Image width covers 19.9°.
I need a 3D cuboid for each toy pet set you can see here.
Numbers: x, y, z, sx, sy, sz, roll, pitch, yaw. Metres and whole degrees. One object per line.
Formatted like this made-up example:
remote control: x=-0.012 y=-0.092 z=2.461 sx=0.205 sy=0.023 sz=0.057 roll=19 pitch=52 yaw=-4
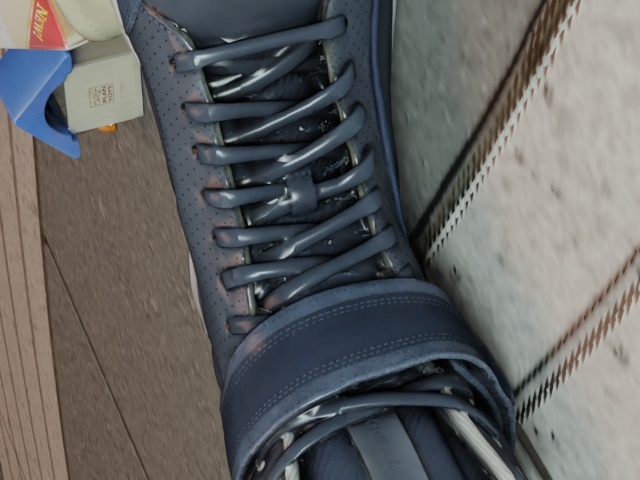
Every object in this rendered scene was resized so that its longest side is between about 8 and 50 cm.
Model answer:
toy pet set: x=-0.135 y=-0.090 z=0.897 sx=0.114 sy=0.065 sz=0.122 roll=-123 pitch=24 yaw=-44

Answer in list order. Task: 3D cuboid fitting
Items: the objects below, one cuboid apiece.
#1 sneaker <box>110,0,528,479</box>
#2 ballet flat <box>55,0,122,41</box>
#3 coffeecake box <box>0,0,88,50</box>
sneaker: x=0.002 y=0.000 z=0.500 sx=0.163 sy=0.086 sz=0.226 roll=-111 pitch=8 yaw=-46
ballet flat: x=-0.125 y=-0.172 z=0.628 sx=0.248 sy=0.086 sz=0.086 roll=53 pitch=168 yaw=-16
coffeecake box: x=-0.148 y=-0.175 z=0.749 sx=0.142 sy=0.068 sz=0.185 roll=8 pitch=125 yaw=52
